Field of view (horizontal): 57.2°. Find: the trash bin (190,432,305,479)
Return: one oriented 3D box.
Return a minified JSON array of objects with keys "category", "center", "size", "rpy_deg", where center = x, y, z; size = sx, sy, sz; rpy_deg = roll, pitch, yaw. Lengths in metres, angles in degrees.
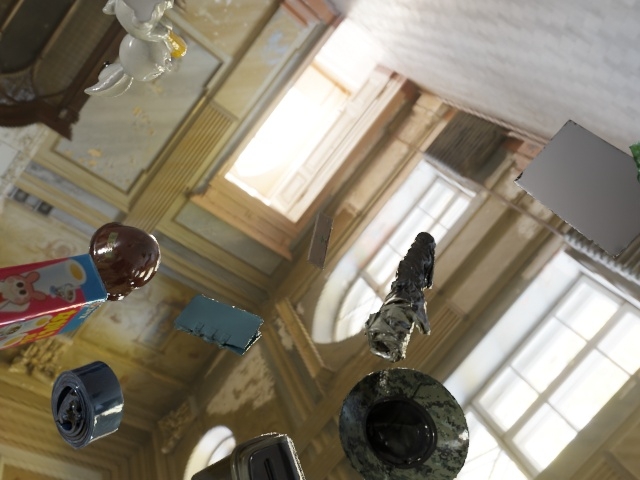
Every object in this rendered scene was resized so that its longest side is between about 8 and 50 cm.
[{"category":"trash bin","center":[-0.150,0.559,1.308],"size":[0.182,0.290,0.209],"rpy_deg":[-1,-117,-47]}]

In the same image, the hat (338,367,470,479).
[{"category":"hat","center":[0.158,0.390,1.196],"size":[0.266,0.265,0.128],"rpy_deg":[40,159,10]}]

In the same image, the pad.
[{"category":"pad","center":[0.499,-0.102,1.081],"size":[0.243,0.163,0.004],"rpy_deg":[47,-168,34]}]

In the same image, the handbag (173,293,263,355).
[{"category":"handbag","center":[-0.286,0.238,1.655],"size":[0.221,0.057,0.144],"rpy_deg":[21,-149,12]}]

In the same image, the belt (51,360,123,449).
[{"category":"belt","center":[-0.456,0.320,1.134],"size":[0.082,0.190,0.141],"rpy_deg":[-14,-118,-49]}]

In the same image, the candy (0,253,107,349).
[{"category":"candy","center":[-0.522,0.113,0.943],"size":[0.306,0.157,0.100],"rpy_deg":[-11,-110,-48]}]

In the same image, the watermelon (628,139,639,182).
[{"category":"watermelon","center":[0.677,-0.130,0.913],"size":[0.264,0.302,0.151],"rpy_deg":[54,177,-10]}]

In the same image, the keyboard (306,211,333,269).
[{"category":"keyboard","center":[0.000,0.000,1.554],"size":[0.055,0.017,0.165],"rpy_deg":[29,-129,-21]}]

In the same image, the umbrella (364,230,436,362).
[{"category":"umbrella","center":[0.196,0.104,1.271],"size":[0.357,0.106,0.113],"rpy_deg":[-59,-44,-44]}]

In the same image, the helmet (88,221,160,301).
[{"category":"helmet","center":[-0.402,0.044,1.244],"size":[0.106,0.175,0.155],"rpy_deg":[-1,145,29]}]

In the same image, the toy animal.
[{"category":"toy animal","center":[-0.285,-0.299,0.914],"size":[0.127,0.181,0.131],"rpy_deg":[18,-135,-5]}]
